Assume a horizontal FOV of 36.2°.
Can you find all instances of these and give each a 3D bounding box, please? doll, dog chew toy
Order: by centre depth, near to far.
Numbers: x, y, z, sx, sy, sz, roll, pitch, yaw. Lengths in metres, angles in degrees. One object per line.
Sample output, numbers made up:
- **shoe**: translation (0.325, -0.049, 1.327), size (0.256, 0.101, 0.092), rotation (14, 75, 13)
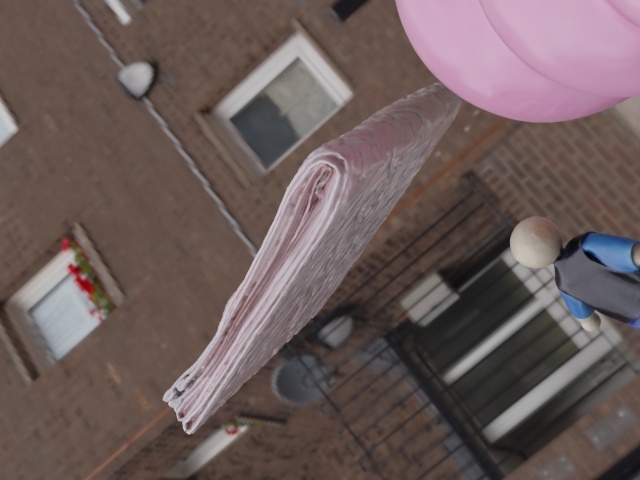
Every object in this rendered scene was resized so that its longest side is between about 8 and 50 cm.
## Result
- **dog chew toy**: translation (0.165, -0.169, 0.557), size (0.206, 0.206, 0.332), rotation (47, 177, -14)
- **doll**: translation (0.222, 0.036, 0.703), size (0.189, 0.046, 0.129), rotation (24, 153, -1)

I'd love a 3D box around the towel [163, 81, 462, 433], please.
- **towel**: translation (0.000, 0.000, 0.947), size (0.053, 0.317, 0.332), rotation (37, -152, 7)
